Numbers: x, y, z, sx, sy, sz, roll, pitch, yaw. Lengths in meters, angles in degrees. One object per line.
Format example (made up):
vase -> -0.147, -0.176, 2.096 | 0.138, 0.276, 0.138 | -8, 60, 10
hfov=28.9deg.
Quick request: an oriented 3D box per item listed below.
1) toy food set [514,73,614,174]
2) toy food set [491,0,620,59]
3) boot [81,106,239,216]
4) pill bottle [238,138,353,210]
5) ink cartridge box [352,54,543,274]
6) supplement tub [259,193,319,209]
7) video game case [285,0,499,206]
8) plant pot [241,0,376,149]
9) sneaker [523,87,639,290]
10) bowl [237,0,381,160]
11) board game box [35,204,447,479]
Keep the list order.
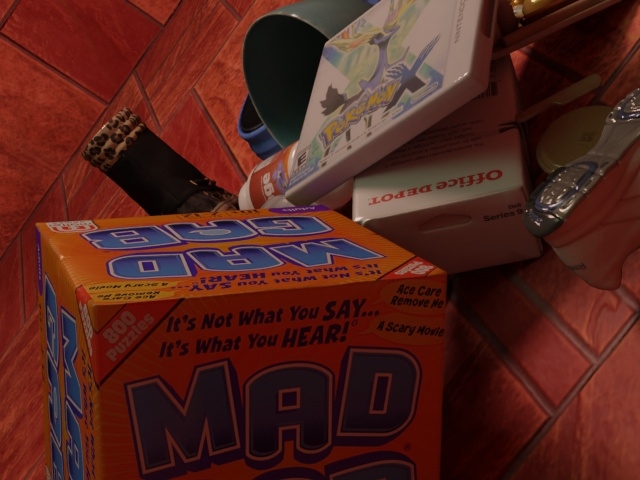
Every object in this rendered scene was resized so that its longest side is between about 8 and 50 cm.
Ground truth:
toy food set -> 0.315, -0.108, 1.430 | 0.132, 0.039, 0.192 | -26, 42, 0
toy food set -> 0.263, -0.334, 1.656 | 0.306, 0.092, 0.219 | -26, 20, -14
boot -> -0.293, -0.110, 2.286 | 0.138, 0.284, 0.377 | -48, 8, 2
pill bottle -> -0.042, -0.083, 1.951 | 0.216, 0.121, 0.121 | -24, 40, 58
ink cartridge box -> 0.157, -0.094, 1.561 | 0.211, 0.122, 0.289 | -12, 40, 15
supplement tub -> -0.083, 0.108, 1.672 | 0.316, 0.193, 0.193 | -51, 20, -23
video game case -> 0.094, -0.221, 1.551 | 0.329, 0.036, 0.300 | -32, 33, 41
plant pot -> 0.045, -0.266, 1.959 | 0.195, 0.290, 0.290 | -37, 12, -31
sneaker -> 0.344, -0.071, 1.298 | 0.297, 0.129, 0.111 | -42, 19, -11
bowl -> -0.020, -0.327, 2.322 | 0.391, 0.077, 0.391 | -46, 21, 24
board game box -> -0.102, 0.176, 1.354 | 0.356, 0.356, 0.357 | -148, 56, -65
